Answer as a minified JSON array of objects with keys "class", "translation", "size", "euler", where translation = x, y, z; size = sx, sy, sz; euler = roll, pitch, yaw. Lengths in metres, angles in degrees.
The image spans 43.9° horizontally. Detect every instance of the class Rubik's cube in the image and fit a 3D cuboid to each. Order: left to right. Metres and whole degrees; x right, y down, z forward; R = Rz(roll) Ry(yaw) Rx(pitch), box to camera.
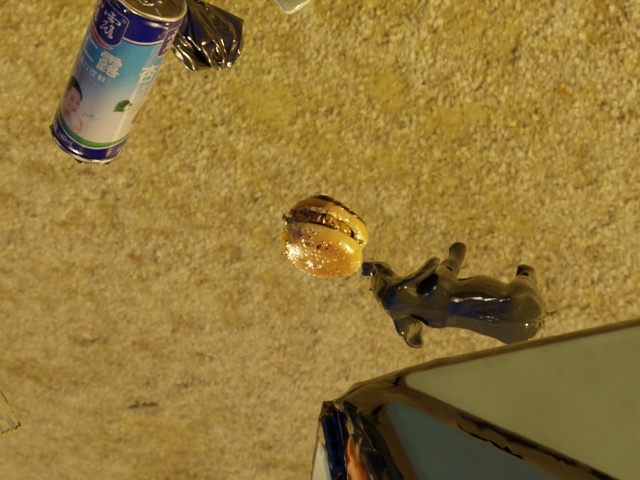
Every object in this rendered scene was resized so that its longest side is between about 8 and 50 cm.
[{"class":"Rubik's cube","translation":[0.140,0.216,0.424],"size":[0.246,0.250,0.248],"euler":[-9,133,-20]}]

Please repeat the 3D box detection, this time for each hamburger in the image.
[{"class":"hamburger","translation":[0.004,0.005,1.635],"size":[0.182,0.118,0.191],"euler":[23,154,5]}]

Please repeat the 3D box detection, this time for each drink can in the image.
[{"class":"drink can","translation":[-0.246,-0.202,0.950],"size":[0.097,0.097,0.235],"euler":[27,129,-15]}]

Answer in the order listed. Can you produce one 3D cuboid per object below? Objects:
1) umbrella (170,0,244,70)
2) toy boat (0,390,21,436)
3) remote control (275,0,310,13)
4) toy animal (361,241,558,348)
[{"class":"umbrella","translation":[-0.274,-0.380,1.263],"size":[0.340,0.118,0.118],"euler":[29,138,-28]},{"class":"toy boat","translation":[-0.481,0.232,1.150],"size":[0.016,0.063,0.115],"euler":[-37,81,6]},{"class":"remote control","translation":[-0.083,-0.414,1.177],"size":[0.184,0.050,0.027],"euler":[54,168,5]},{"class":"toy animal","translation":[0.163,0.060,0.974],"size":[0.245,0.146,0.114],"euler":[-1,109,18]}]
